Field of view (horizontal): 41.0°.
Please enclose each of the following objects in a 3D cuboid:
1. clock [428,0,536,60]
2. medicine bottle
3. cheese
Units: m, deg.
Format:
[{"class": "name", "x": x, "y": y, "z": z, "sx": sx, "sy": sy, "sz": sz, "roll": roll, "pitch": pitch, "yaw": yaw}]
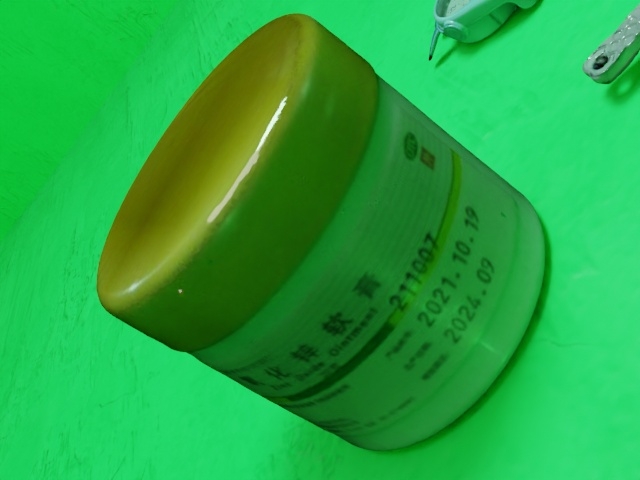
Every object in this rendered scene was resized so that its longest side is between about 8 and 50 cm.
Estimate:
[{"class": "clock", "x": 0.155, "y": -0.242, "z": 0.855, "sx": 0.147, "sy": 0.045, "sz": 0.108, "roll": -31, "pitch": 33, "yaw": 44}, {"class": "medicine bottle", "x": 0.000, "y": 0.000, "z": 0.614, "sx": 0.238, "sy": 0.232, "sz": 0.238, "roll": -43, "pitch": 26, "yaw": 28}, {"class": "cheese", "x": 0.253, "y": -0.184, "z": 0.601, "sx": 0.171, "sy": 0.048, "sz": 0.092, "roll": -38, "pitch": 29, "yaw": 35}]
